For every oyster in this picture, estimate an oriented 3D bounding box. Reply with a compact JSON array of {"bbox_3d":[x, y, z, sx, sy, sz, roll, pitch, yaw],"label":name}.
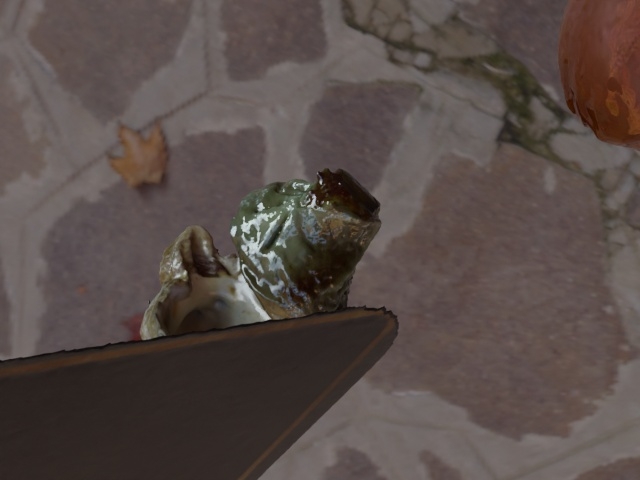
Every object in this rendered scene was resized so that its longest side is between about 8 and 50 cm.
[{"bbox_3d":[-0.078,0.081,1.107,0.233,0.161,0.107,50,124,52],"label":"oyster"}]

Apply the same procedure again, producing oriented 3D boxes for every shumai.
[{"bbox_3d":[0.001,0.000,0.988,0.087,0.099,0.124,-34,60,32],"label":"shumai"}]

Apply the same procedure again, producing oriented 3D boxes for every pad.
[{"bbox_3d":[-0.169,0.140,0.367,0.315,0.375,0.063,-48,59,42],"label":"pad"}]

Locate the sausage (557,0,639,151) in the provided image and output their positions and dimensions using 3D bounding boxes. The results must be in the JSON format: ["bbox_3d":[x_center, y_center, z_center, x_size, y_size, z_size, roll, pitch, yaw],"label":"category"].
[{"bbox_3d":[0.196,-0.147,0.579,0.113,0.113,0.259,45,115,23],"label":"sausage"}]
